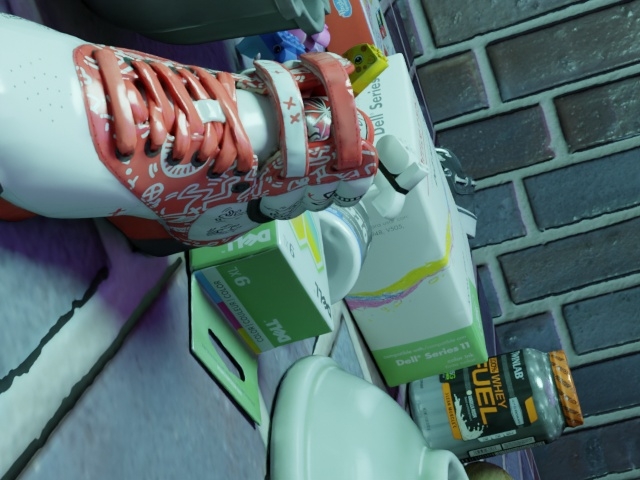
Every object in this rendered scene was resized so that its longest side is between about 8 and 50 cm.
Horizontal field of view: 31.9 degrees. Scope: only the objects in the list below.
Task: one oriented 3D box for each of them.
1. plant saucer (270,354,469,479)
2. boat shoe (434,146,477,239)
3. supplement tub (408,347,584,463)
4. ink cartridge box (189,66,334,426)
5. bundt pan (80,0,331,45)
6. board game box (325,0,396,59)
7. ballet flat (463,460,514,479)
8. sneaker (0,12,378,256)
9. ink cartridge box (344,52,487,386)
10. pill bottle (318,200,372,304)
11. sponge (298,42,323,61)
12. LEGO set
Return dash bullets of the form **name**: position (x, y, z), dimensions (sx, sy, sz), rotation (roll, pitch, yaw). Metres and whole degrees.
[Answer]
- **plant saucer**: position (0.076, 0.271, 0.835), dimensions (0.400, 0.100, 0.400), rotation (-16, 90, -79)
- **boat shoe**: position (0.136, -0.072, 1.431), dimensions (0.301, 0.108, 0.102), rotation (19, 78, -62)
- **supplement tub**: position (0.210, 0.197, 1.338), dimensions (0.117, 0.190, 0.117), rotation (-16, 90, -79)
- **ink cartridge box**: position (-0.039, 0.001, 0.736), dimensions (0.109, 0.062, 0.209), rotation (61, 18, -51)
- **bundt pan**: position (-0.104, -0.257, 0.622), dimensions (0.331, 0.124, 0.331), rotation (-15, 90, -79)
- **board game box**: position (0.068, -0.247, 1.580), dimensions (0.242, 0.064, 0.316), rotation (-83, 155, -63)
- **ballet flat**: position (0.223, 0.441, 1.347), dimensions (0.124, 0.116, 0.342), rotation (-34, 113, -58)
- **sneaker**: position (-0.059, -0.058, 0.513), dimensions (0.270, 0.145, 0.090), rotation (33, 43, -73)
- **ink cartridge box**: position (0.066, -0.042, 1.154), dimensions (0.207, 0.119, 0.353), rotation (-92, 162, -45)
- **pill bottle**: position (0.000, 0.000, 0.885), dimensions (0.137, 0.078, 0.078), rotation (-60, 133, -75)
- **sponge**: position (-0.031, -0.297, 1.256), dimensions (0.210, 0.031, 0.117), rotation (-93, 163, -46)
- **LEGO set**: position (0.015, -0.136, 0.945), dimensions (0.227, 0.093, 0.087), rotation (55, 19, 24)
